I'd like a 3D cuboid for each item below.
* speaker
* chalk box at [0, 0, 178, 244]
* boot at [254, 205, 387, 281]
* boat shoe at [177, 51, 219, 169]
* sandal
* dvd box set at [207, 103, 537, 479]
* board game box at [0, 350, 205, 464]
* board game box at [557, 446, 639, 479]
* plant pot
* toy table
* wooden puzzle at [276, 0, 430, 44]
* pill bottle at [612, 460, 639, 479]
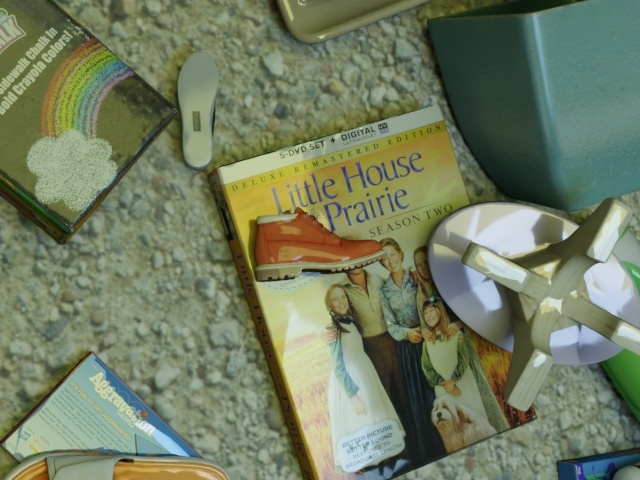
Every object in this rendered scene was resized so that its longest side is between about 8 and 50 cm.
[{"bbox_3d":[0.410,0.115,1.377,0.131,0.131,0.296,-36,96,-17],"label":"speaker"},{"bbox_3d":[-0.328,-0.157,1.139,0.289,0.179,0.180,42,76,-9],"label":"chalk box"},{"bbox_3d":[0.000,0.000,1.226,0.158,0.059,0.084,-4,82,-16],"label":"boot"},{"bbox_3d":[-0.148,-0.153,1.267,0.049,0.040,0.142,3,84,-9],"label":"boat shoe"},{"bbox_3d":[-0.221,0.278,1.157,0.265,0.076,0.101,-2,86,-17],"label":"sandal"},{"bbox_3d":[0.069,0.071,1.305,0.308,0.062,0.420,-17,91,-19],"label":"dvd box set"},{"bbox_3d":[-0.213,0.275,1.215,0.281,0.027,0.145,46,76,-9],"label":"board game box"},{"bbox_3d":[0.424,0.356,1.402,0.210,0.047,0.160,-6,87,-19],"label":"board game box"},{"bbox_3d":[0.310,-0.177,1.319,0.247,0.248,0.252,-15,105,-19],"label":"plant pot"},{"bbox_3d":[0.262,0.062,1.224,0.274,0.161,0.252,15,95,-5],"label":"toy table"},{"bbox_3d":[0.055,-0.452,1.303,0.322,0.080,0.347,-25,96,-19],"label":"wooden puzzle"},{"bbox_3d":[0.425,0.316,1.334,0.152,0.086,0.086,-15,90,-18],"label":"pill bottle"}]
